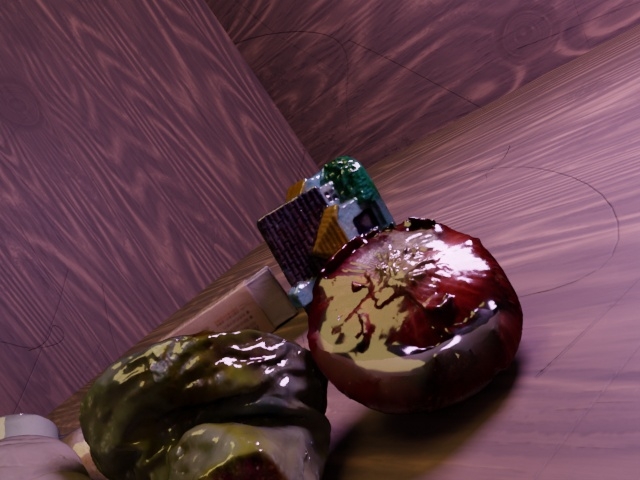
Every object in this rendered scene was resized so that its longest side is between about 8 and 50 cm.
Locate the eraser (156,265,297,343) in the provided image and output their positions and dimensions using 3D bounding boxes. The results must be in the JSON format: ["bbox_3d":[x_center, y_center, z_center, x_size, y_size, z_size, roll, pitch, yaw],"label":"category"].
[{"bbox_3d":[-0.234,0.216,1.589,0.343,0.144,0.078,-34,7,1],"label":"eraser"}]

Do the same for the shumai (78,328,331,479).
[{"bbox_3d":[-0.108,0.280,0.753,0.309,0.304,0.263,-21,41,-4],"label":"shumai"}]

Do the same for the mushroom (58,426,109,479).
[{"bbox_3d":[-0.338,0.378,0.958,0.253,0.189,0.195,-38,6,7],"label":"mushroom"}]

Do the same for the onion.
[{"bbox_3d":[0.122,0.112,0.805,0.272,0.195,0.272,-11,43,11],"label":"onion"}]

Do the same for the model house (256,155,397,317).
[{"bbox_3d":[0.000,0.000,1.409,0.248,0.281,0.230,-34,5,-36],"label":"model house"}]

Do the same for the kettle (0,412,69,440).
[{"bbox_3d":[-0.512,0.448,1.132,0.240,0.165,0.255,-9,34,-21],"label":"kettle"}]

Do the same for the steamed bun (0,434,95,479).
[{"bbox_3d":[-0.410,0.367,0.766,0.247,0.236,0.383,4,-41,-45],"label":"steamed bun"}]
